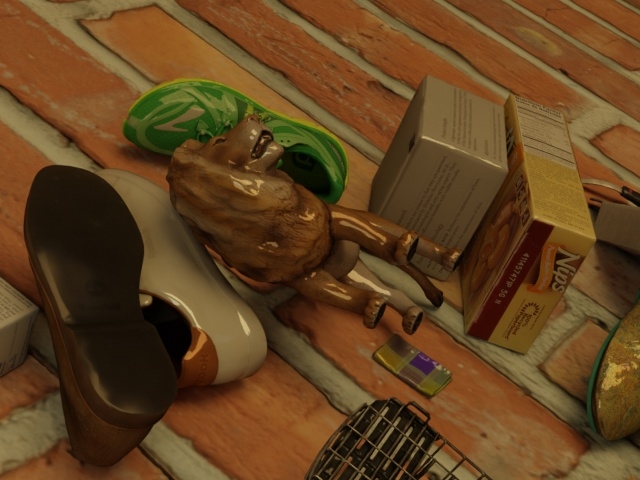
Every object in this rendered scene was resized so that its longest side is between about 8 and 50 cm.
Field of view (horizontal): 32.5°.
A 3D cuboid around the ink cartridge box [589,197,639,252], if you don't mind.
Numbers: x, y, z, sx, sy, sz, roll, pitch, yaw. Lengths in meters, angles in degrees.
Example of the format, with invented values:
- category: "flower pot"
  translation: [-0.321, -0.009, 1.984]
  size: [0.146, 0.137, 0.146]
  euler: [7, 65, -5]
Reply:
- category: "ink cartridge box"
  translation: [0.559, 0.034, 1.554]
  size: [0.324, 0.071, 0.330]
  euler: [22, 3, -3]

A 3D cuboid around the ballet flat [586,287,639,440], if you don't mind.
- category: "ballet flat"
  translation: [0.410, 0.128, 1.306]
  size: [0.123, 0.123, 0.348]
  euler: [33, 30, 14]

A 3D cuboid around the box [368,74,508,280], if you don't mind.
- category: "box"
  translation: [0.146, -0.082, 1.395]
  size: [0.119, 0.182, 0.181]
  euler: [22, 32, -6]

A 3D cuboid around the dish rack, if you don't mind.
- category: "dish rack"
  translation: [0.104, 0.264, 0.925]
  size: [0.271, 0.074, 0.208]
  euler: [40, 33, 5]

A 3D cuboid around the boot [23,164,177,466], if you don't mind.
- category: "boot"
  translation: [-0.217, 0.061, 0.991]
  size: [0.112, 0.115, 0.305]
  euler: [4, 47, -31]

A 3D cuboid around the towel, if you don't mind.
- category: "towel"
  translation: [0.102, 0.137, 1.209]
  size: [0.083, 0.009, 0.060]
  euler: [36, 33, 19]

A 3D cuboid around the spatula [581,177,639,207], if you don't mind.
- category: "spatula"
  translation: [0.451, -0.082, 1.734]
  size: [0.296, 0.030, 0.084]
  euler: [24, 33, 0]

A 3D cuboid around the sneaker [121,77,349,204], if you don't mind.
- category: "sneaker"
  translation: [-0.096, -0.117, 1.357]
  size: [0.295, 0.109, 0.123]
  euler: [14, 30, -17]

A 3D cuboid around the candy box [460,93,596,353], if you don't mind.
- category: "candy box"
  translation: [0.249, -0.030, 1.384]
  size: [0.087, 0.183, 0.316]
  euler: [19, 33, -9]

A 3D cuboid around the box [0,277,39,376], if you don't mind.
- category: "box"
  translation: [-0.342, 0.074, 0.956]
  size: [0.126, 0.072, 0.137]
  euler: [35, 33, 16]

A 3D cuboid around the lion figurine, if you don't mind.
- category: "lion figurine"
  translation: [0.000, 0.000, 1.177]
  size: [0.240, 0.142, 0.392]
  euler: [24, -5, 20]

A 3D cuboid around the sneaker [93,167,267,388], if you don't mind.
- category: "sneaker"
  translation: [-0.180, 0.030, 1.092]
  size: [0.123, 0.106, 0.290]
  euler: [-12, 48, -46]
